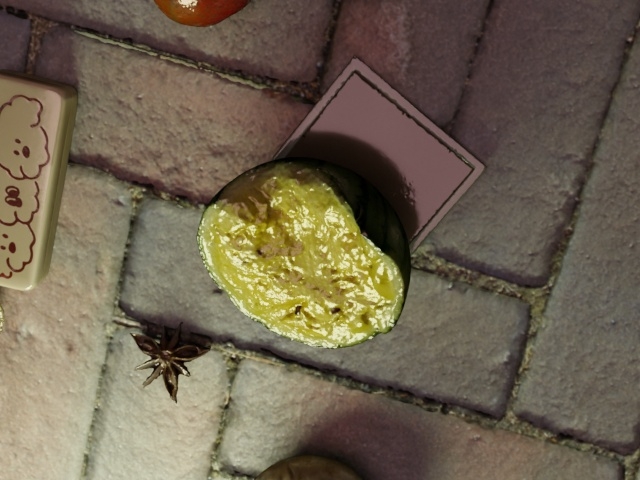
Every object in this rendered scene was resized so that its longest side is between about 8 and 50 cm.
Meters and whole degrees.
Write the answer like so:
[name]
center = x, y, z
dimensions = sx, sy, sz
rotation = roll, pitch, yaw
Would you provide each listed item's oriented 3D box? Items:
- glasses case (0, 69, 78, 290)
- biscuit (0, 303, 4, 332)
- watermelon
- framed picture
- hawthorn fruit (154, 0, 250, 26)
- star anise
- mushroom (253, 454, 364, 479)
[glasses case]
center = -0.487, -0.095, 1.707
dimensions = 0.143, 0.076, 0.337
rotation = 13, 104, 4
[biscuit]
center = -0.593, 0.112, 1.777
dimensions = 0.152, 0.020, 0.152
rotation = 7, 122, 11
[watermelon]
center = 0.000, 0.000, 1.607
dimensions = 0.330, 0.189, 0.331
rotation = 21, 144, 16
[framed picture]
center = 0.090, -0.121, 1.667
dimensions = 0.274, 0.017, 0.217
rotation = 41, 104, -4
[hawthorn fruit]
center = -0.178, -0.401, 1.552
dimensions = 0.172, 0.173, 0.173
rotation = 1, 103, 6
[star anise]
center = -0.262, 0.188, 1.759
dimensions = 0.129, 0.056, 0.124
rotation = 31, 79, 3
[mushroom]
center = -0.022, 0.475, 1.709
dimensions = 0.243, 0.243, 0.244
rotation = 1, 103, 6
